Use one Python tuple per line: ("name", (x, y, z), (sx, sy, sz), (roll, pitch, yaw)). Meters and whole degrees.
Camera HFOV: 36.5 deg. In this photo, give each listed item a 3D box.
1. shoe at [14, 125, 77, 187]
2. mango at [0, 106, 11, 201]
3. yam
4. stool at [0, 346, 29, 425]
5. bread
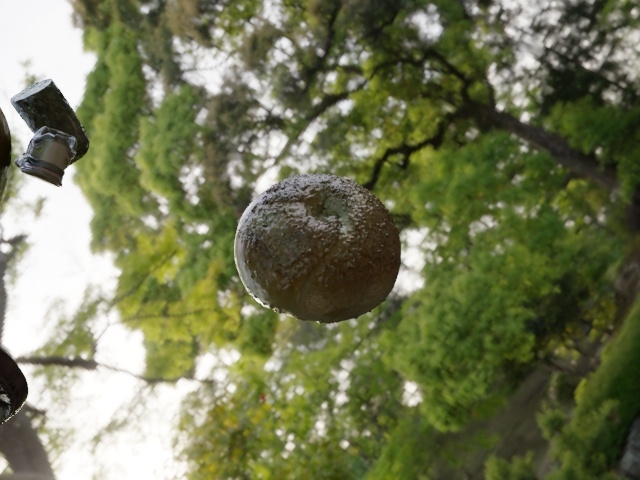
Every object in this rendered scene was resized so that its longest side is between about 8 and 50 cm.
("shoe", (-0.472, -0.153, 1.679), (0.092, 0.089, 0.180), (-66, 20, 4))
("mango", (-0.653, -0.063, 1.627), (0.301, 0.220, 0.445), (-96, 26, -55))
("yam", (-0.549, -0.242, 1.992), (0.107, 0.183, 0.107), (-31, 11, 7))
("stool", (-0.598, 0.246, 1.457), (0.272, 0.272, 0.178), (102, -177, -50))
("bread", (0.000, 0.000, 1.632), (0.305, 0.305, 0.159), (-41, -27, -43))
